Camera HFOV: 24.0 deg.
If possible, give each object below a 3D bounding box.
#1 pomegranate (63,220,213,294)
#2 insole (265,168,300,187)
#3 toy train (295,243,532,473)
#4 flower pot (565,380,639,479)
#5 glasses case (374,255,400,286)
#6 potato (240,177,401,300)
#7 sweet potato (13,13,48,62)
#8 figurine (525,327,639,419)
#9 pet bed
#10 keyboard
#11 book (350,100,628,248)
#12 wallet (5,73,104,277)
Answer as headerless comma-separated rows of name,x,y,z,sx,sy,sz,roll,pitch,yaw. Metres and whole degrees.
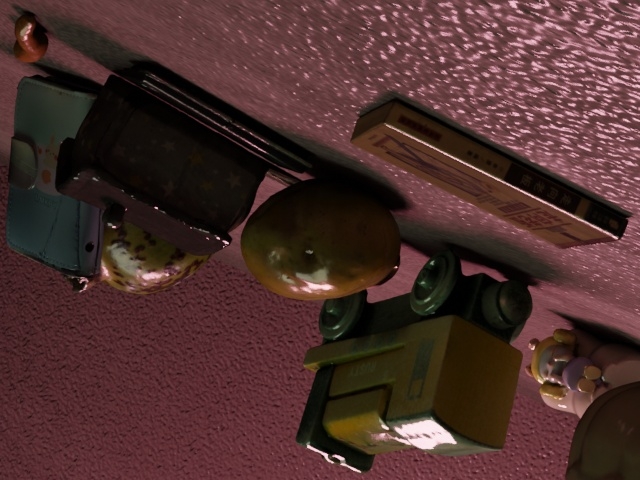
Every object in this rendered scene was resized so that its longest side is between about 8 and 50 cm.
pomegranate,-0.264,-0.029,2.168,0.254,0.270,0.254,32,148,23
insole,-0.058,-0.085,1.979,0.248,0.011,0.081,26,177,-18
toy train,0.114,0.163,1.966,0.160,0.253,0.397,28,154,-26
flower pot,0.387,0.177,1.317,0.307,0.244,0.307,24,176,2
glasses case,0.038,0.021,2.177,0.122,0.075,0.314,24,173,-6
potato,0.002,0.000,1.796,0.197,0.148,0.228,8,-179,21
sweet potato,-0.337,-0.230,1.756,0.044,0.044,0.179,27,175,-10
figurine,0.356,0.186,2.090,0.155,0.127,0.235,8,-175,-25
pet bed,-0.190,-0.076,1.776,0.211,0.159,0.183,30,-178,-25
keyboard,-0.114,-0.137,1.696,0.230,0.025,0.093,29,175,-28
book,0.144,-0.054,1.342,0.231,0.026,0.161,26,174,-8
wallet,-0.353,-0.091,2.045,0.075,0.250,0.176,-6,-161,-45
